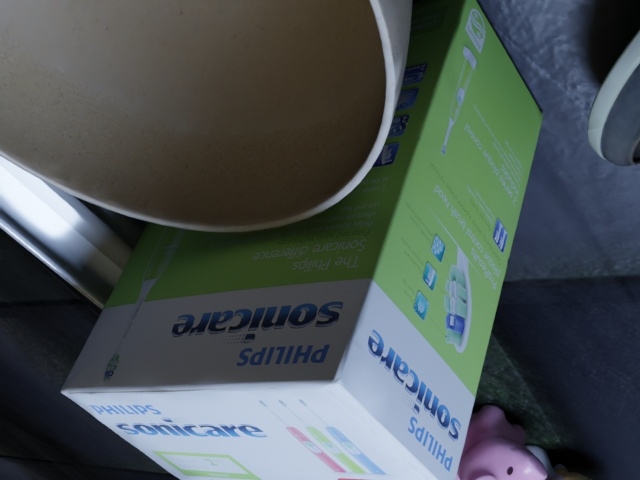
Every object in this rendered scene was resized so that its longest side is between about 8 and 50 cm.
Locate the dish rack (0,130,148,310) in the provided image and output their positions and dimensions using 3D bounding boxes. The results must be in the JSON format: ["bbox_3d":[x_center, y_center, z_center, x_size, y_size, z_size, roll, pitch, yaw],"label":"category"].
[{"bbox_3d":[-0.189,-0.061,0.667,0.333,0.072,0.285,48,-179,-33],"label":"dish rack"}]

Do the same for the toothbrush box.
[{"bbox_3d":[0.000,0.000,0.560,0.206,0.283,0.122,-9,135,37],"label":"toothbrush box"}]

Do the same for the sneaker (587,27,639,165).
[{"bbox_3d":[0.227,-0.084,0.452,0.118,0.083,0.222,49,150,17],"label":"sneaker"}]

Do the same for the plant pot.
[{"bbox_3d":[-0.076,-0.166,0.451,0.284,0.191,0.284,14,146,10],"label":"plant pot"}]

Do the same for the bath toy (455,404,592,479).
[{"bbox_3d":[0.190,0.253,0.953,0.348,0.129,0.151,40,143,-24],"label":"bath toy"}]
